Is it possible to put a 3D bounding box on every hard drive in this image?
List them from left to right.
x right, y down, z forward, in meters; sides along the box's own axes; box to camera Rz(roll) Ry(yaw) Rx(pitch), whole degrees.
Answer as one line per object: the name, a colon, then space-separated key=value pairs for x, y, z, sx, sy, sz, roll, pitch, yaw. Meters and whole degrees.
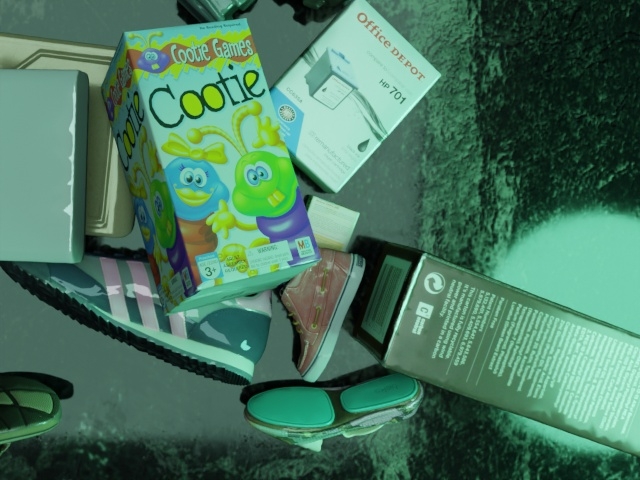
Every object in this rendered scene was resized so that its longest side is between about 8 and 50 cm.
hard drive: x=-0.405 y=-0.083 z=0.972 sx=0.307 sy=0.040 sz=0.203 roll=2 pitch=91 yaw=7

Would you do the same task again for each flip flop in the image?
flip flop: x=-0.426 y=0.238 z=1.023 sx=0.277 sy=0.112 sz=0.080 roll=-23 pitch=122 yaw=-9

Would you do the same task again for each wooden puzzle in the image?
wooden puzzle: x=-0.328 y=-0.123 z=1.044 sx=0.238 sy=0.044 sz=0.221 roll=6 pitch=92 yaw=-14

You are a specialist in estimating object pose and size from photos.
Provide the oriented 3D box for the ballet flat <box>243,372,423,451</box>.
ballet flat: x=0.019 y=0.215 z=1.103 sx=0.221 sy=0.077 sz=0.079 roll=-9 pitch=130 yaw=-8

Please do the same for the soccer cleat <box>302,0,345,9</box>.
soccer cleat: x=-0.058 y=-0.394 z=1.057 sx=0.289 sy=0.093 sz=0.121 roll=43 pitch=56 yaw=-4

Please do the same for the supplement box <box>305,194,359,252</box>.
supplement box: x=0.000 y=0.000 z=1.101 sx=0.062 sy=0.036 sz=0.098 roll=21 pitch=92 yaw=-10

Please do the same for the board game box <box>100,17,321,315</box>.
board game box: x=-0.124 y=-0.078 z=0.976 sx=0.144 sy=0.142 sz=0.275 roll=-14 pitch=81 yaw=-26

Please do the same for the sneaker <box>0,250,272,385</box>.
sneaker: x=-0.206 y=0.053 z=1.052 sx=0.319 sy=0.112 sz=0.131 roll=26 pitch=69 yaw=-10

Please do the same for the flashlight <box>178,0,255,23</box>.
flashlight: x=-0.202 y=-0.369 z=1.014 sx=0.103 sy=0.103 sz=0.304 roll=-42 pitch=98 yaw=-3

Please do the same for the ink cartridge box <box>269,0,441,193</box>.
ink cartridge box: x=0.025 y=-0.171 z=1.073 sx=0.139 sy=0.082 sz=0.191 roll=42 pitch=88 yaw=-9

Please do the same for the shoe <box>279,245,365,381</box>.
shoe: x=-0.014 y=0.084 z=1.073 sx=0.081 sy=0.063 sz=0.178 roll=18 pitch=115 yaw=-7

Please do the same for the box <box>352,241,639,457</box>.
box: x=0.246 y=0.132 z=1.072 sx=0.381 sy=0.191 sz=0.143 roll=19 pitch=90 yaw=-8
